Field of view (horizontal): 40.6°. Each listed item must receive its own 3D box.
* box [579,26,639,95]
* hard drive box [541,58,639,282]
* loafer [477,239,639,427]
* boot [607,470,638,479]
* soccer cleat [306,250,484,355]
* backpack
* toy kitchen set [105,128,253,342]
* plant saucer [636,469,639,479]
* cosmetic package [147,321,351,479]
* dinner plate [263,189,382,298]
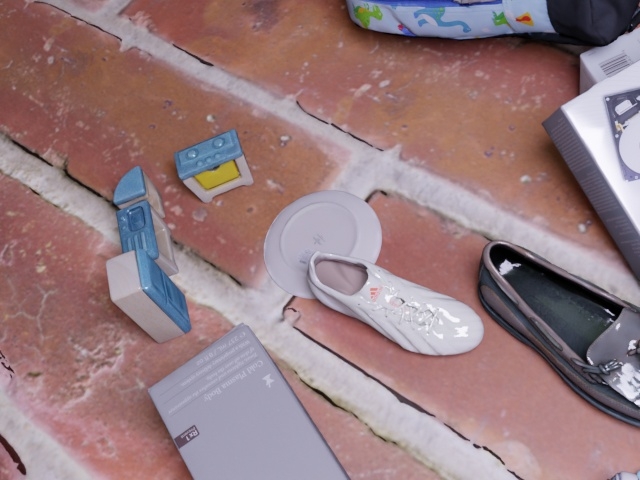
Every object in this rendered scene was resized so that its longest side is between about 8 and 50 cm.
[{"bbox_3d":[0.346,-0.160,0.928,0.101,0.087,0.101,-24,58,2],"label":"box"},{"bbox_3d":[0.353,-0.067,0.816,0.181,0.089,0.232,-32,87,0],"label":"hard drive box"},{"bbox_3d":[0.255,0.088,0.815,0.267,0.084,0.096,34,74,33],"label":"loafer"},{"bbox_3d":[0.217,0.283,0.732,0.086,0.069,0.190,10,66,17],"label":"boot"},{"bbox_3d":[0.072,0.065,0.891,0.196,0.076,0.068,20,69,19],"label":"soccer cleat"},{"bbox_3d":[0.179,-0.350,0.994,0.355,0.273,0.290,-2,42,45],"label":"backpack"},{"bbox_3d":[-0.151,-0.021,0.985,0.166,0.122,0.207,-21,58,5],"label":"toy kitchen set"},{"bbox_3d":[0.381,0.188,0.765,0.192,0.018,0.067,-31,58,0],"label":"plant saucer"},{"bbox_3d":[-0.054,0.216,0.836,0.127,0.107,0.238,-35,55,-7],"label":"cosmetic package"},{"bbox_3d":[0.000,0.000,0.990,0.141,0.017,0.141,-8,61,15],"label":"dinner plate"}]
